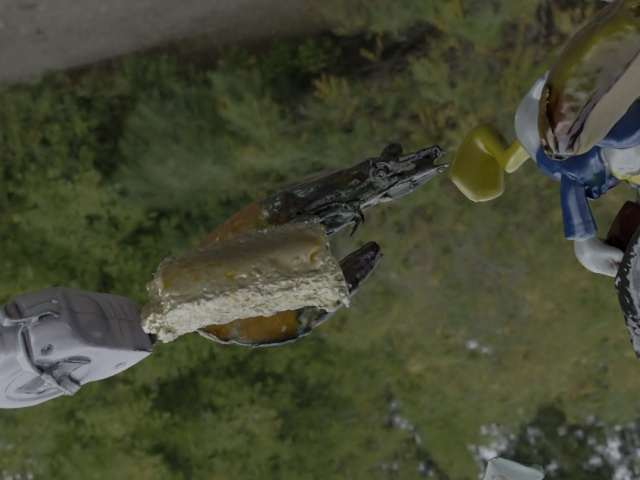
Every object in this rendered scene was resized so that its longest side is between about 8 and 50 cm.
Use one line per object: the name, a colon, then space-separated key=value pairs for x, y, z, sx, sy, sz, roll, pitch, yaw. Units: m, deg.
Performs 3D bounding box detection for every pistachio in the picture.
pistachio: x=0.196 y=-0.126 z=0.782 sx=0.173 sy=0.049 sz=0.089 roll=-44 pitch=157 yaw=-12

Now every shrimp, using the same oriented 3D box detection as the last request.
shrimp: x=0.000 y=0.000 z=1.699 sx=0.445 sy=0.085 sz=0.272 roll=-31 pitch=-137 yaw=-3

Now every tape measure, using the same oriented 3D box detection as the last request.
tape measure: x=-0.347 y=0.137 z=1.495 sx=0.197 sy=0.120 sz=0.236 roll=-32 pitch=158 yaw=19

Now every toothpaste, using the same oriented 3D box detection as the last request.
toothpaste: x=0.184 y=0.309 z=1.322 sx=0.060 sy=0.233 sz=0.038 roll=17 pitch=-135 yaw=0

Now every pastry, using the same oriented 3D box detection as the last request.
pastry: x=-0.100 y=0.048 z=1.459 sx=0.258 sy=0.089 sz=0.121 roll=-10 pitch=-142 yaw=-1

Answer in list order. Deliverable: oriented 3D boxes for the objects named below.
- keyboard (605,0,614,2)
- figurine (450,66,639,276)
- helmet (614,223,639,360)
keyboard: x=0.401 y=-0.279 z=1.372 sx=0.204 sy=0.013 sz=0.061 roll=25 pitch=169 yaw=40
figurine: x=0.325 y=-0.076 z=1.429 sx=0.204 sy=0.284 sz=0.338 roll=-26 pitch=173 yaw=-11
helmet: x=0.333 y=0.069 z=0.784 sx=0.154 sy=0.253 sz=0.198 roll=-18 pitch=154 yaw=-18
